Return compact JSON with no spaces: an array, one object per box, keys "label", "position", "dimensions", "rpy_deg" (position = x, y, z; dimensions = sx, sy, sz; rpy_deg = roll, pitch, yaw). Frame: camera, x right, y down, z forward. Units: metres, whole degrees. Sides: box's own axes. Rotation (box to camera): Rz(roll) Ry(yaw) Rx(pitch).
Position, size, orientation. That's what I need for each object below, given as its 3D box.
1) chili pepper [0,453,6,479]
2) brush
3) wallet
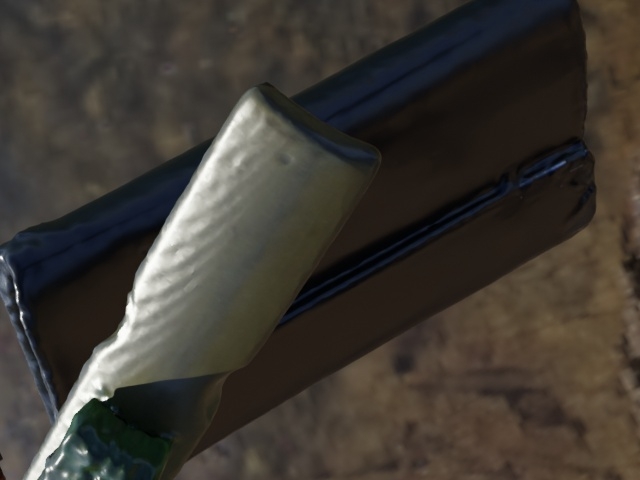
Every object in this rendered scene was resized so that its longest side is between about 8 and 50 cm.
[{"label":"chili pepper","position":[-0.213,0.146,0.967],"dimensions":[0.070,0.073,0.123],"rpy_deg":[38,122,-3]},{"label":"brush","position":[-0.063,0.054,0.720],"dimensions":[0.054,0.048,0.282],"rpy_deg":[31,129,-3]},{"label":"wallet","position":[0.000,0.000,1.231],"dimensions":[0.062,0.406,0.228],"rpy_deg":[45,157,44]}]
